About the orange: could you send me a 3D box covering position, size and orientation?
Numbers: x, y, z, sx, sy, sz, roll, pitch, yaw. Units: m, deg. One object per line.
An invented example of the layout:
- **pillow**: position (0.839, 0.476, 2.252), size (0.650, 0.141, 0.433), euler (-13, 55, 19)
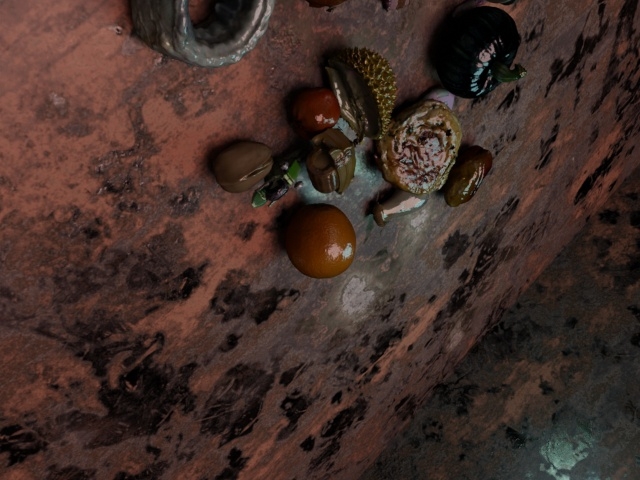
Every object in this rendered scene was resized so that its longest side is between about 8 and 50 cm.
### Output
- **orange**: position (0.000, 0.000, 1.315), size (0.206, 0.206, 0.206), euler (-26, 134, -30)

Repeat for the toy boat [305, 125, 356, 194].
- **toy boat**: position (0.023, -0.179, 1.204), size (0.115, 0.089, 0.310), euler (-45, 170, -8)

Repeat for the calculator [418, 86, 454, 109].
- **calculator**: position (0.339, -0.348, 1.506), size (0.141, 0.045, 0.246), euler (-20, 132, -34)

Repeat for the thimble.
- **thimble**: position (-0.194, -0.409, 0.827), size (0.250, 0.171, 0.205), euler (-48, 143, -9)

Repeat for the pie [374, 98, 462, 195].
- **pie**: position (0.297, -0.271, 1.429), size (0.307, 0.085, 0.309), euler (-10, 122, -16)

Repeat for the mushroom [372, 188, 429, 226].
- **mushroom**: position (0.260, -0.127, 1.568), size (0.225, 0.093, 0.116), euler (-36, 123, -6)

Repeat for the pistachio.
- **pistachio**: position (-0.171, -0.165, 1.085), size (0.149, 0.113, 0.113), euler (-33, 137, -20)

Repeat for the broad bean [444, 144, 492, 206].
- **broad bean**: position (0.508, -0.223, 1.709), size (0.229, 0.122, 0.156), euler (-58, 167, 16)

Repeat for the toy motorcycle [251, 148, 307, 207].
- **toy motorcycle**: position (-0.095, -0.153, 1.156), size (0.074, 0.106, 0.190), euler (52, 42, -27)

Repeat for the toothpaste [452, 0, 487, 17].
- **toothpaste**: position (0.427, -0.664, 1.368), size (0.169, 0.028, 0.045), euler (-37, 132, -22)

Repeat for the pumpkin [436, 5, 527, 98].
- **pumpkin**: position (0.455, -0.500, 1.349), size (0.247, 0.248, 0.248), euler (-26, 134, -30)

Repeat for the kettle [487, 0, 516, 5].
- **kettle**: position (0.568, -0.785, 1.282), size (0.317, 0.205, 0.265), euler (-26, 137, -25)

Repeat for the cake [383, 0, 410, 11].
- **cake**: position (0.188, -0.669, 1.098), size (0.115, 0.113, 0.295), euler (-32, 150, -21)

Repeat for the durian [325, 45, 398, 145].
- **durian**: position (0.113, -0.346, 1.168), size (0.137, 0.193, 0.238), euler (-41, 147, -28)

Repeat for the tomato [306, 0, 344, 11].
- **tomato**: position (0.051, -0.582, 0.886), size (0.303, 0.303, 0.239), euler (-41, 124, -15)

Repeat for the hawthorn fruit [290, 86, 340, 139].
- **hawthorn fruit**: position (-0.014, -0.297, 1.140), size (0.128, 0.128, 0.128), euler (-26, 134, -30)
